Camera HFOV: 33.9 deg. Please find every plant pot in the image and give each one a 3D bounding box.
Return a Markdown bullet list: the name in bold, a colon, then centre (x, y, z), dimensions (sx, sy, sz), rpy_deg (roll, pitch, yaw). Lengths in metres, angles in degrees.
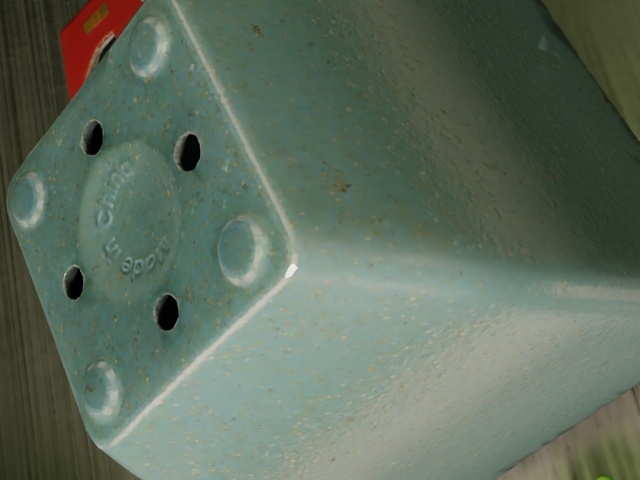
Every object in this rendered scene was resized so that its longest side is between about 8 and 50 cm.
- **plant pot**: centre (0.000, 0.000, 0.524), dimensions (0.248, 0.252, 0.247), rpy_deg (-44, 61, 31)

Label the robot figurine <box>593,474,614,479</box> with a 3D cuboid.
- **robot figurine**: centre (0.167, 0.180, 0.542), dimensions (0.101, 0.067, 0.115), rpy_deg (-25, 62, -18)

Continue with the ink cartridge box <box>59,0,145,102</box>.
- **ink cartridge box**: centre (-0.090, -0.194, 0.690), dimensions (0.261, 0.066, 0.296), rpy_deg (-39, 33, 7)
